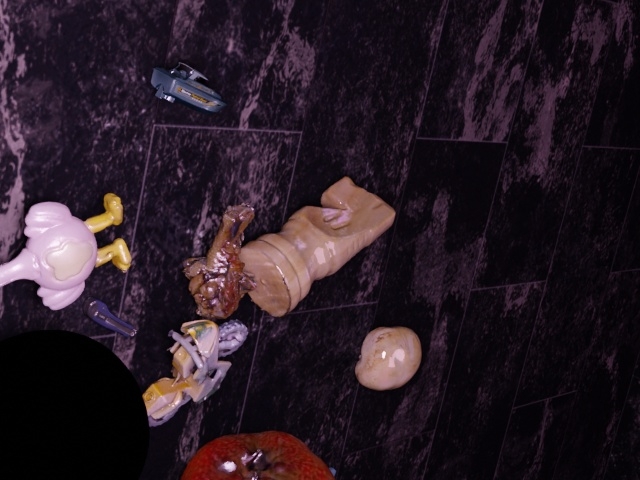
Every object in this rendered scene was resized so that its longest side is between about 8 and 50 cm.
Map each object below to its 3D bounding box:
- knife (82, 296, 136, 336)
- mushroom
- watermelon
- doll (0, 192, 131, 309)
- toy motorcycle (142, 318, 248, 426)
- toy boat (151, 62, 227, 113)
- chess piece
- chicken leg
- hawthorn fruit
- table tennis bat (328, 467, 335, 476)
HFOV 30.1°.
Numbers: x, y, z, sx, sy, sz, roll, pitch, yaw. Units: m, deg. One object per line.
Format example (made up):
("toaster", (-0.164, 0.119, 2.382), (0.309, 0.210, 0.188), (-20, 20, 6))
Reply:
("knife", (-0.320, 0.119, 1.812), (0.031, 0.018, 0.121), (-59, 144, -8))
("mushroom", (0.132, 0.230, 2.337), (0.148, 0.112, 0.148), (-25, 127, -38))
("watermelon", (-0.372, 0.261, 1.606), (0.285, 0.285, 0.285), (-26, 127, -41))
("doll", (-0.419, 0.046, 1.593), (0.365, 0.094, 0.160), (-28, 125, -41))
("toy motorcycle", (-0.219, 0.204, 1.906), (0.229, 0.094, 0.130), (-46, 154, 4))
("toy boat", (-0.187, -0.221, 1.770), (0.141, 0.055, 0.060), (20, 98, -52))
("chess piece", (0.000, 0.000, 2.046), (0.301, 0.137, 0.137), (-35, 132, -34))
("chicken leg", (-0.159, 0.035, 1.898), (0.125, 0.080, 0.196), (-24, 130, -28))
("hawthorn fruit", (-0.115, 0.495, 2.069), (0.285, 0.285, 0.369), (-39, 157, -32))
("table tennis bat", (-0.028, 0.470, 2.341), (0.155, 0.019, 0.100), (-2, 109, -48))
